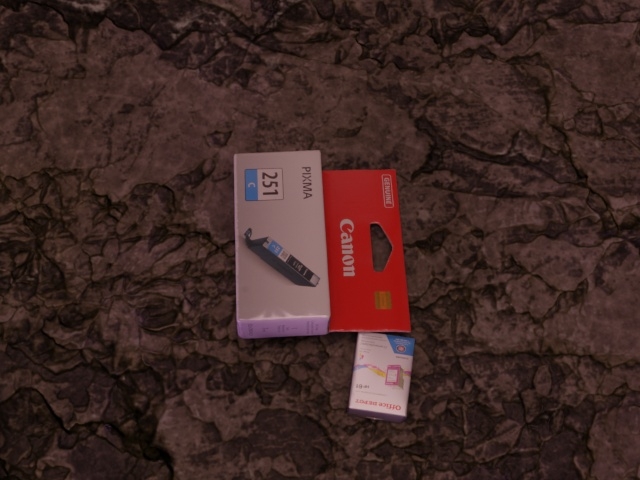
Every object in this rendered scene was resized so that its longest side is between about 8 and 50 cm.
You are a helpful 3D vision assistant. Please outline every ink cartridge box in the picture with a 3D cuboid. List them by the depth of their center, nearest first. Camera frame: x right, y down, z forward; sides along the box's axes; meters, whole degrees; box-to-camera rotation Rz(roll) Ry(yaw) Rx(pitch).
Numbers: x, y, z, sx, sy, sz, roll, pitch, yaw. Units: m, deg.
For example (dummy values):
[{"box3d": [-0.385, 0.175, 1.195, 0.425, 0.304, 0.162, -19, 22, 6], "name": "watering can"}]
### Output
[{"box3d": [0.091, 0.205, 1.774, 0.089, 0.052, 0.122, 8, 72, 0], "name": "ink cartridge box"}, {"box3d": [0.000, 0.000, 1.806, 0.261, 0.066, 0.296, -2, 61, -3], "name": "ink cartridge box"}]
